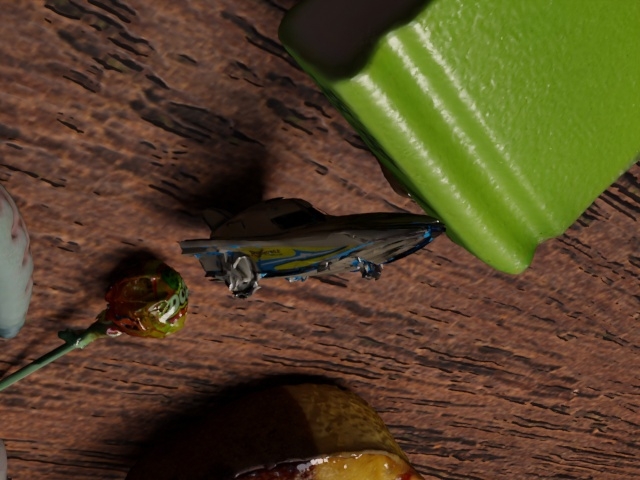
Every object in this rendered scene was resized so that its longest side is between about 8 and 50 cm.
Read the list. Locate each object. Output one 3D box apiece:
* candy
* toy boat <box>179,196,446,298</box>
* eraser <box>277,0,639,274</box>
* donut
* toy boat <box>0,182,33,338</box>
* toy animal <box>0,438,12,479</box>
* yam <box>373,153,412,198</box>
[{"bbox_3d":[-0.181,0.075,1.045,0.201,0.060,0.060,-29,145,23],"label":"candy"},{"bbox_3d":[0.000,0.000,0.935,0.210,0.066,0.084,-6,-172,41],"label":"toy boat"},{"bbox_3d":[0.118,-0.113,0.864,0.210,0.092,0.274,-46,143,-3],"label":"eraser"},{"bbox_3d":[-0.046,0.192,1.209,0.295,0.112,0.151,-10,141,-19],"label":"donut"},{"bbox_3d":[-0.256,0.021,0.902,0.134,0.079,0.208,-11,145,-11],"label":"toy boat"},{"bbox_3d":[-0.333,0.159,1.003,0.103,0.131,0.221,9,159,33],"label":"toy animal"},{"bbox_3d":[0.040,-0.104,0.911,0.057,0.057,0.241,-24,144,3],"label":"yam"}]
